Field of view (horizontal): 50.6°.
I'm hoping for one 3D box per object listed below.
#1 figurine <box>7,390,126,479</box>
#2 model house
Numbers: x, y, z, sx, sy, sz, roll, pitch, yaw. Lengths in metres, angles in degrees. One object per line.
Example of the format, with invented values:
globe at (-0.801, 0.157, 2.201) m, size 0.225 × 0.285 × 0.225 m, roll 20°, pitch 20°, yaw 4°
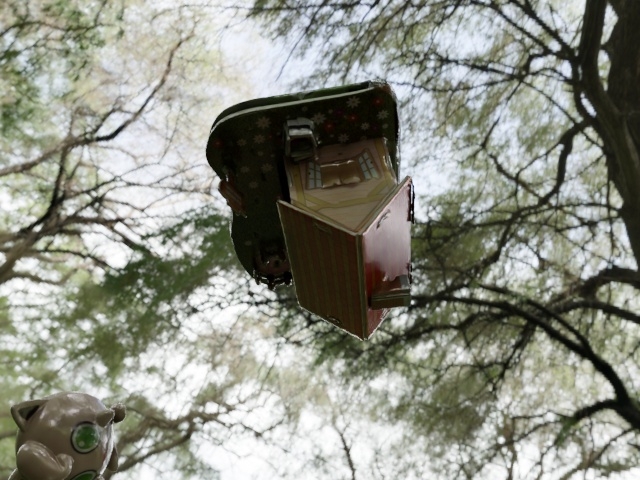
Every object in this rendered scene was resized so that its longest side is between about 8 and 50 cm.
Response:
figurine at (-0.310, 0.246, 0.823) m, size 0.138 × 0.125 × 0.125 m, roll 3°, pitch -19°, yaw -42°
model house at (0.001, 0.001, 0.729) m, size 0.206 × 0.154 × 0.294 m, roll -10°, pitch -39°, yaw -2°
